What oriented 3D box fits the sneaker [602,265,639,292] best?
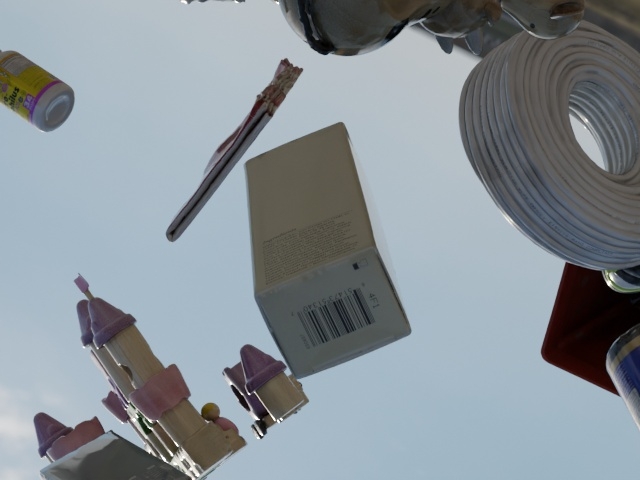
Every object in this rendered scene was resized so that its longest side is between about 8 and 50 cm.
[{"bbox_3d":[0.471,0.009,1.675,0.097,0.234,0.084,90,157,-73],"label":"sneaker"}]

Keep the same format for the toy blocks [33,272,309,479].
[{"bbox_3d":[-0.203,0.169,1.573,0.260,0.309,0.288,53,161,8],"label":"toy blocks"}]

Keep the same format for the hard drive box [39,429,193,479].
[{"bbox_3d":[-0.163,0.295,1.244,0.089,0.181,0.232,-29,-164,-23],"label":"hard drive box"}]

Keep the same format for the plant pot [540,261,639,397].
[{"bbox_3d":[0.549,0.092,2.112,0.267,0.267,0.236,25,-150,28],"label":"plant pot"}]

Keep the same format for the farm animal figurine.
[{"bbox_3d":[0.094,-0.206,0.932,0.327,0.172,0.330,-22,-159,-33],"label":"farm animal figurine"}]

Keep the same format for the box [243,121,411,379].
[{"bbox_3d":[0.000,0.000,1.171,0.275,0.113,0.094,-97,-16,-63],"label":"box"}]

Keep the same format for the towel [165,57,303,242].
[{"bbox_3d":[-0.123,-0.135,1.872,0.037,0.237,0.329,36,-163,-6],"label":"towel"}]

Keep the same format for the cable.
[{"bbox_3d":[0.257,-0.094,1.282,0.257,0.089,0.257,-17,-102,-40],"label":"cable"}]

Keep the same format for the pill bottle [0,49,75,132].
[{"bbox_3d":[-0.240,-0.124,1.054,0.083,0.043,0.043,33,-164,19],"label":"pill bottle"}]

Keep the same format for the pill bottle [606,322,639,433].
[{"bbox_3d":[0.416,0.198,1.466,0.123,0.123,0.219,15,-140,-37],"label":"pill bottle"}]
